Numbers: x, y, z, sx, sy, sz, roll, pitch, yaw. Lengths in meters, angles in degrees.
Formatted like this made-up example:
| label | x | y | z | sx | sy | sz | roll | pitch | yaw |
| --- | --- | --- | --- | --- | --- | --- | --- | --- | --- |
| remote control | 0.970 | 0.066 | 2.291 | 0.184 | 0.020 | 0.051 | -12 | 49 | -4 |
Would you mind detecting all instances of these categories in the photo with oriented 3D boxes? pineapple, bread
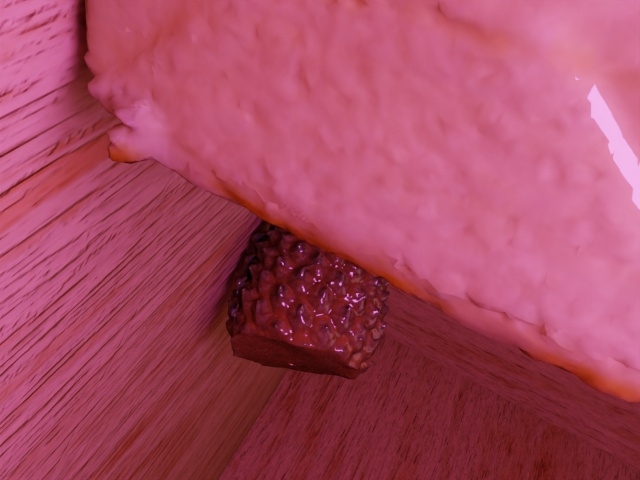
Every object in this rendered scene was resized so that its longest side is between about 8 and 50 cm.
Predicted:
| label | x | y | z | sx | sy | sz | roll | pitch | yaw |
| --- | --- | --- | --- | --- | --- | --- | --- | --- | --- |
| pineapple | 0.001 | 0.001 | 1.186 | 0.223 | 0.223 | 0.357 | 100 | 1 | -71 |
| bread | 0.122 | -0.156 | 0.439 | 0.371 | 0.390 | 0.279 | -34 | 141 | -48 |
